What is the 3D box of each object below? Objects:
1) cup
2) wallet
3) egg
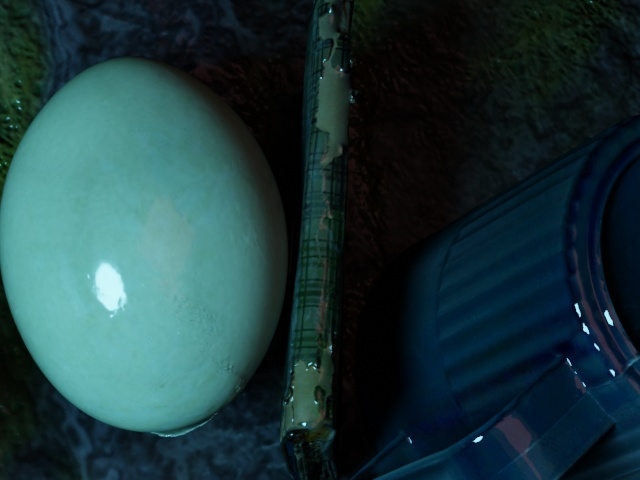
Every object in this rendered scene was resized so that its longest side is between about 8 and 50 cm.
[{"bbox_3d":[0.164,0.064,1.130,0.308,0.292,0.242,-5,75,-27],"label":"cup"},{"bbox_3d":[-0.001,0.000,1.152,0.044,0.169,0.317,2,71,0],"label":"wallet"},{"bbox_3d":[-0.114,0.001,1.086,0.186,0.186,0.253,-3,77,-25],"label":"egg"}]
